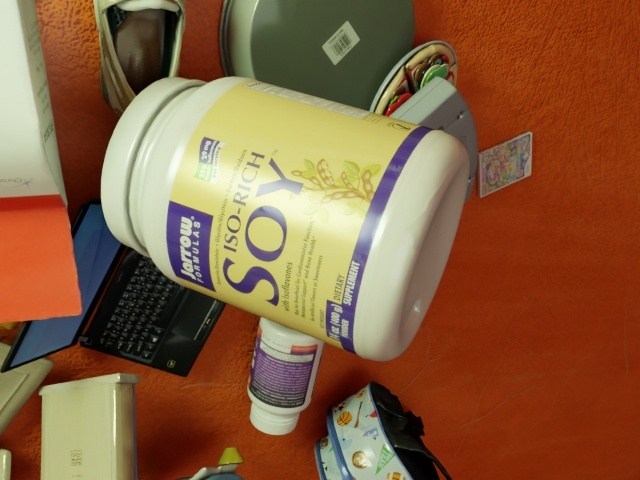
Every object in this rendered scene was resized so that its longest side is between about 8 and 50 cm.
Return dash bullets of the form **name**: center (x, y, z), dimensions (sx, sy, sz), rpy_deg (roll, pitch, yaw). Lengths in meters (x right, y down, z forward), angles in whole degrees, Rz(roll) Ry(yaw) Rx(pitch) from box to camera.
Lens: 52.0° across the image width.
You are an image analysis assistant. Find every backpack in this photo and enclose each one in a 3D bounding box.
- **backpack**: center (0.107, 0.397, 1.184), dimensions (0.213, 0.276, 0.263), rpy_deg (-28, 124, 0)

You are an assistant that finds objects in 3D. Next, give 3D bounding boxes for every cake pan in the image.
- **cake pan**: center (0.010, -0.271, 0.879), dimensions (0.293, 0.054, 0.293), rpy_deg (-15, 122, -26)

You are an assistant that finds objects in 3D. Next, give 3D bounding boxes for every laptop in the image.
- **laptop**: center (-0.231, 0.079, 0.856), dimensions (0.264, 0.136, 0.234), rpy_deg (25, 100, -28)

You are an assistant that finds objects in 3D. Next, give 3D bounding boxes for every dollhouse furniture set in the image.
- **dollhouse furniture set**: center (-0.297, 0.325, 0.988), dimensions (0.286, 0.198, 0.303), rpy_deg (-13, 161, 20)

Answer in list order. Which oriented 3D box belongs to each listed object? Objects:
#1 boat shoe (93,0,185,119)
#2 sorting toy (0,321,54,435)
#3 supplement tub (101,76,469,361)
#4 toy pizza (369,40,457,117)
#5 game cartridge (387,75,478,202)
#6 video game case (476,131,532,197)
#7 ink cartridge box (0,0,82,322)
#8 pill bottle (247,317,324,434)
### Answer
- **boat shoe**: center (-0.194, -0.273, 0.717), dimensions (0.113, 0.103, 0.302), rpy_deg (-14, 121, -26)
- **sorting toy**: center (-0.470, 0.187, 0.828), dimensions (0.347, 0.047, 0.196), rpy_deg (-52, 134, 3)
- **supplement tub**: center (-0.034, -0.036, 0.700), dimensions (0.241, 0.331, 0.241), rpy_deg (19, 90, -72)
- **toy pizza**: center (0.144, -0.196, 0.973), dimensions (0.201, 0.032, 0.201), rpy_deg (-35, 147, -27)
- **game cartridge**: center (0.154, -0.106, 1.003), dimensions (0.198, 0.062, 0.297), rpy_deg (-45, 150, -9)
- **video game case**: center (0.331, -0.137, 1.179), dimensions (0.122, 0.011, 0.087), rpy_deg (-24, 125, -20)
- **ink cartridge box**: center (-0.409, -0.062, 0.609), dimensions (0.308, 0.091, 0.384), rpy_deg (-5, 115, -12)
- **pill bottle**: center (-0.059, 0.210, 1.056), dimensions (0.108, 0.108, 0.193), rpy_deg (-1, 114, -32)
